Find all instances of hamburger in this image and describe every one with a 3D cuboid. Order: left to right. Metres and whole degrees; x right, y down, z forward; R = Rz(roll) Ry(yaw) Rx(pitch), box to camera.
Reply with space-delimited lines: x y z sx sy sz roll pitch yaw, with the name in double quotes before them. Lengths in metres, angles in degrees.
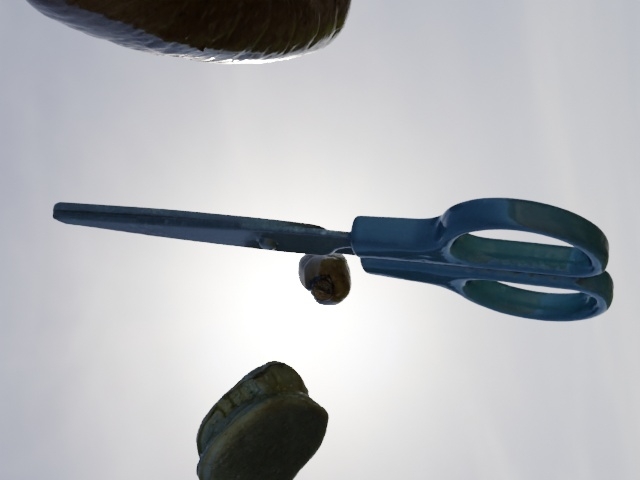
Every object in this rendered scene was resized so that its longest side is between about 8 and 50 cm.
"hamburger" -0.059 0.188 1.661 0.133 0.140 0.062 37 -171 -47

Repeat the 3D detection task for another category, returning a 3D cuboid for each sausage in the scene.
"sausage" -0.118 -0.235 1.635 0.501 0.123 0.136 -4 -106 -58

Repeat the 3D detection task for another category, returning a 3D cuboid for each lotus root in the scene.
"lotus root" 0.007 0.043 2.151 0.072 0.063 0.152 38 -169 -14

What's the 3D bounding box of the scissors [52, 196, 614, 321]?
"scissors" 0.000 0.000 1.329 0.192 0.447 0.029 63 -143 -64
